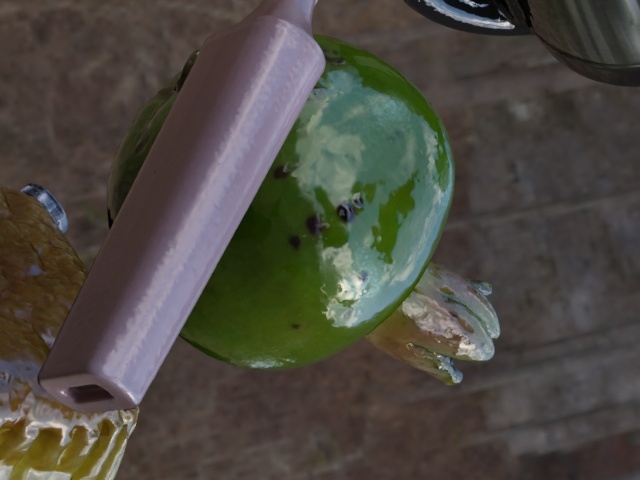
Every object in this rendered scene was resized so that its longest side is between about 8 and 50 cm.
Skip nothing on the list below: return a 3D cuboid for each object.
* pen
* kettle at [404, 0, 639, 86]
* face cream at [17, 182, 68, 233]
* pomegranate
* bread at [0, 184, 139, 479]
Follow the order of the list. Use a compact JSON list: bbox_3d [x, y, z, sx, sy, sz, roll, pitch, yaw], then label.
[{"bbox_3d":[-0.038,-0.029,0.591,0.032,0.197,0.053,40,-30,-27],"label":"pen"},{"bbox_3d":[0.182,-0.256,1.179,0.271,0.251,0.207,47,55,-58],"label":"kettle"},{"bbox_3d":[-0.323,0.055,1.383,0.071,0.291,0.144,44,-35,4],"label":"face cream"},{"bbox_3d":[0.000,0.000,1.140,0.302,0.236,0.236,46,4,-27],"label":"pomegranate"},{"bbox_3d":[-0.203,0.047,0.794,0.142,0.227,0.253,-62,-148,23],"label":"bread"}]
